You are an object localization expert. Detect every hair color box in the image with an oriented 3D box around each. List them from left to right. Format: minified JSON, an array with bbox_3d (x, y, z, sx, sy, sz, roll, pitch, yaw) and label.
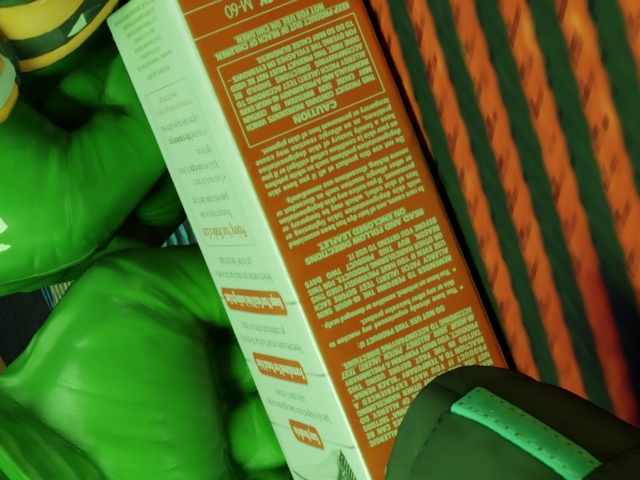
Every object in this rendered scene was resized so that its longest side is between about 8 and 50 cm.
[{"bbox_3d":[0.000,0.000,0.547,0.167,0.053,0.093,69,165,-5],"label":"hair color box"}]

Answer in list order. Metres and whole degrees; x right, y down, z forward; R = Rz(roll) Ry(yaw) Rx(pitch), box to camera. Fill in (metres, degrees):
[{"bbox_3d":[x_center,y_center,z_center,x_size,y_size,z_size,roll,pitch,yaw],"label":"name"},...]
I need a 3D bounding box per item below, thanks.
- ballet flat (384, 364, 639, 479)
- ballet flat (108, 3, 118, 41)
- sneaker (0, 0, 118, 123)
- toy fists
[{"bbox_3d":[0.035,0.128,0.492,0.096,0.095,0.280,41,141,25],"label":"ballet flat"},{"bbox_3d":[-0.104,-0.088,0.819,0.041,0.041,0.114,59,164,30],"label":"ballet flat"},{"bbox_3d":[-0.167,-0.186,0.546,0.321,0.180,0.124,39,167,-4],"label":"sneaker"},{"bbox_3d":[-0.078,0.015,0.663,0.279,0.142,0.096,55,146,18],"label":"toy fists"}]
